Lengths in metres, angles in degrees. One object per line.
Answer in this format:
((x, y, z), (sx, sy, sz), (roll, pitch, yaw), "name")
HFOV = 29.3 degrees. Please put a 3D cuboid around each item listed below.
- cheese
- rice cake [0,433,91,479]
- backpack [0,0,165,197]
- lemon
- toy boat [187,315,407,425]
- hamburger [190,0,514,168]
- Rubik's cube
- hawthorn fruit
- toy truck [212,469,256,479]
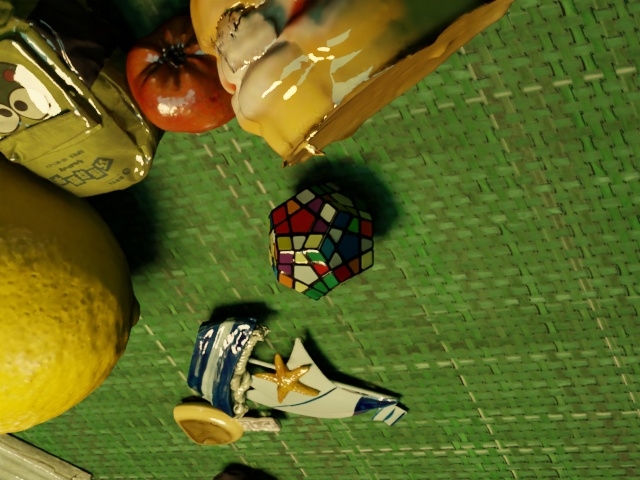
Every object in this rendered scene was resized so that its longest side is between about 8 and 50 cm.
((-0.126, 0.259, 1.733), (0.162, 0.036, 0.086), (-5, 131, 30), "cheese")
((-0.489, 0.376, 2.018), (0.211, 0.038, 0.124), (30, 137, -5), "rice cake")
((-0.282, -0.160, 1.317), (0.207, 0.140, 0.253), (-18, 129, 37), "backpack")
((-0.382, 0.064, 1.450), (0.364, 0.364, 0.364), (13, 137, 13), "lemon")
((-0.027, 0.186, 1.616), (0.291, 0.067, 0.220), (13, 138, -3), "toy boat")
((0.007, -0.220, 1.033), (0.237, 0.276, 0.276), (54, 134, 0), "hamburger")
((0.000, 0.000, 1.358), (0.112, 0.133, 0.133), (10, 142, 52), "Rubik's cube")
((-0.130, -0.170, 1.256), (0.125, 0.140, 0.125), (4, 98, 33), "hawthorn fruit")
((-0.109, 0.454, 1.859), (0.165, 0.147, 0.224), (12, 139, -22), "toy truck")
